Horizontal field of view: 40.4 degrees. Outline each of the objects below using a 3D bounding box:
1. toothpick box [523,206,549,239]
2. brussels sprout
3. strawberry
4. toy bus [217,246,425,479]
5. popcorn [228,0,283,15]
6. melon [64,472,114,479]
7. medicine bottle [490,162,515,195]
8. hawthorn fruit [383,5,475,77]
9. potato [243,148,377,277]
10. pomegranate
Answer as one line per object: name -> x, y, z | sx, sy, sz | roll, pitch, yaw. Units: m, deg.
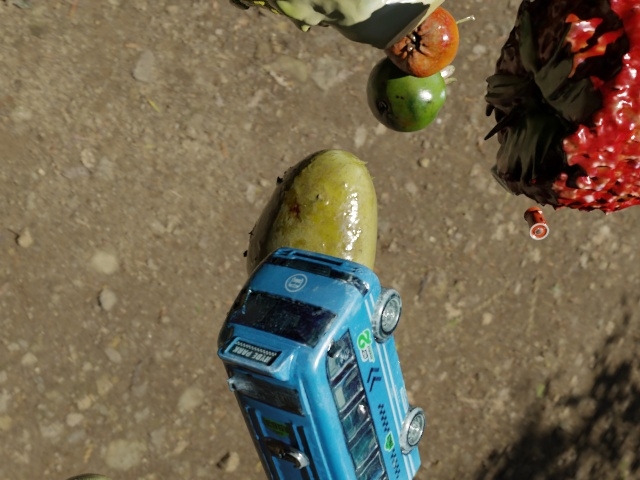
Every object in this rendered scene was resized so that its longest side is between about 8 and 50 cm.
toothpick box -> 0.513, -0.043, 2.074 | 0.047, 0.083, 0.047 | 1, 123, 1
brussels sprout -> 0.052, -0.429, 1.149 | 0.268, 0.344, 0.344 | -30, 129, -54
strawberry -> 0.325, -0.151, 0.951 | 0.257, 0.261, 0.261 | -1, 111, -20
toy bus -> 0.003, 0.133, 0.741 | 0.134, 0.113, 0.246 | -48, 137, -37
popcorn -> -0.064, -0.530, 1.671 | 0.250, 0.242, 0.235 | -34, 107, -10
melon -> -0.399, 0.448, 1.489 | 0.130, 0.098, 0.098 | -2, 116, 2
medicine bottle -> 0.431, -0.165, 1.843 | 0.130, 0.080, 0.080 | -43, 132, 5
hawthorn fruit -> 0.238, -0.444, 1.845 | 0.285, 0.165, 0.165 | -45, 137, -51
potato -> -0.015, -0.011, 1.760 | 0.219, 0.269, 0.359 | -9, 110, -68
pomegranate -> 0.213, -0.345, 1.959 | 0.225, 0.187, 0.187 | -30, 125, -28
